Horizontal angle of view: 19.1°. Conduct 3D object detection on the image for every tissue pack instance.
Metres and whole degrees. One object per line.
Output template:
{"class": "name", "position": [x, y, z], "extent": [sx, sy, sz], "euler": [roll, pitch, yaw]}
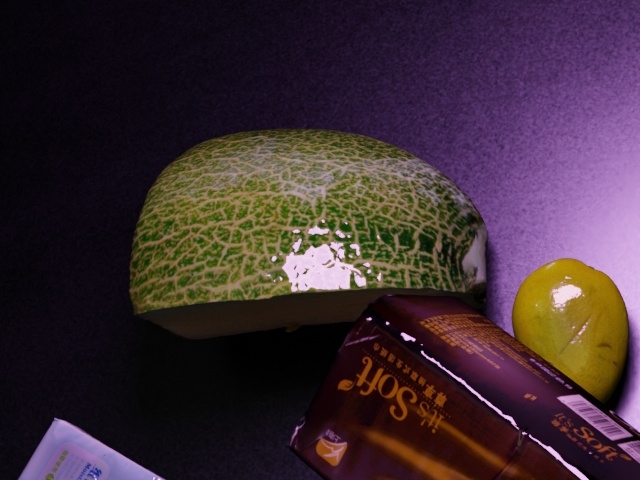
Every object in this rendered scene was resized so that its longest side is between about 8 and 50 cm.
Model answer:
{"class": "tissue pack", "position": [-0.280, 0.341, 2.027], "extent": [0.177, 0.089, 0.263], "euler": [26, 79, 27]}
{"class": "tissue pack", "position": [0.184, 0.223, 1.806], "extent": [0.370, 0.210, 0.198], "euler": [37, 106, 31]}

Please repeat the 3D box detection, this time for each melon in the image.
{"class": "melon", "position": [0.000, 0.000, 2.028], "extent": [0.343, 0.226, 0.331], "euler": [-11, 21, 18]}

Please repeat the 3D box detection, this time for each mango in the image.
{"class": "mango", "position": [0.258, 0.098, 1.933], "extent": [0.117, 0.089, 0.163], "euler": [-16, 74, 7]}
